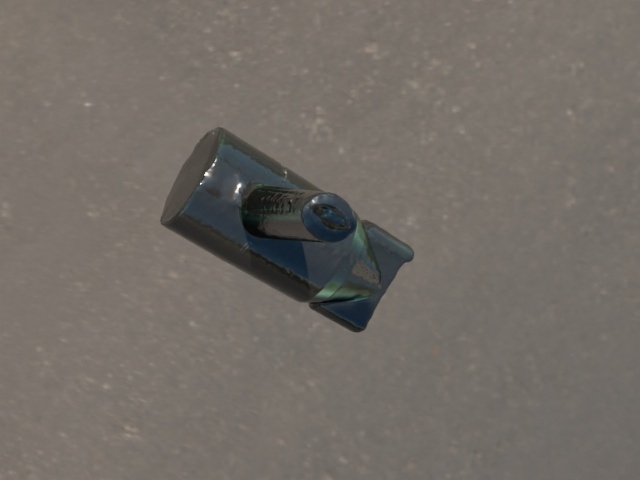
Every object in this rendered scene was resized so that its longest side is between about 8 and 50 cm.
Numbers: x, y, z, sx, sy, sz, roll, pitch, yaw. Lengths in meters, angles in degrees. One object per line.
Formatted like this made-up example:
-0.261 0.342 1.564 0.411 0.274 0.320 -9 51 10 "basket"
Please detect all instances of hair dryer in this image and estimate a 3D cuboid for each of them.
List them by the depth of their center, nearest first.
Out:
0.000 0.000 1.177 0.244 0.302 0.116 29 85 -18 "hair dryer"
